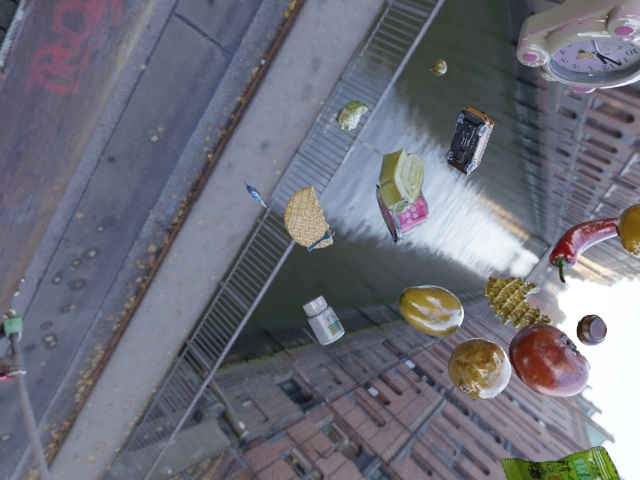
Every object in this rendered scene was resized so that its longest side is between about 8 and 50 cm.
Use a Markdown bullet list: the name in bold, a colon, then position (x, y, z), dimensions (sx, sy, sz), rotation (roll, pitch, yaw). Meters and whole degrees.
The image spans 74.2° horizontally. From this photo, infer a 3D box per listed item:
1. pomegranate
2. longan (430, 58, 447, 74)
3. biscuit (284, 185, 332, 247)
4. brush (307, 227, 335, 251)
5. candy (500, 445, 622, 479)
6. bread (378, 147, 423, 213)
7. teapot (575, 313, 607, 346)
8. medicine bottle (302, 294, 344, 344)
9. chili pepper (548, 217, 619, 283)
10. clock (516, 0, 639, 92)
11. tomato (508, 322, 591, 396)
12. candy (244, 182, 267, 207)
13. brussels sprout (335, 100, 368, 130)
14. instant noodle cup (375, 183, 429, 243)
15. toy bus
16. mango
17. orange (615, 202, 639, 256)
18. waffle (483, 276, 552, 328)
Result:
- **pomegranate**: position (0.603, 0.493, 1.624), dimensions (0.248, 0.248, 0.248), rotation (-39, 151, -26)
- **longan**: position (0.556, -0.816, 1.999), dimensions (0.083, 0.075, 0.075), rotation (-19, 146, -10)
- **biscuit**: position (-0.074, -0.099, 2.082), dimensions (0.205, 0.309, 0.040), rotation (-20, 177, 3)
- **brush**: position (0.000, 0.000, 1.962), dimensions (0.164, 0.051, 0.014), rotation (-38, 132, 19)
- **candy**: position (0.571, 0.578, 1.001), dimensions (0.246, 0.149, 0.069), rotation (-24, 133, 25)
- **bread**: position (0.312, -0.236, 1.674), dimensions (0.186, 0.124, 0.257), rotation (34, 62, -37)
- **teapot**: position (0.912, 0.301, 1.433), dimensions (0.129, 0.098, 0.078), rotation (-38, 176, -21)
- **medicine bottle**: position (0.007, 0.233, 1.244), dimensions (0.080, 0.130, 0.080), rotation (-28, 178, -1)
- **chili pepper**: position (0.852, 0.001, 1.354), dimensions (0.368, 0.137, 0.092), rotation (-32, 124, -11)
- **clock**: position (0.667, -0.461, 1.012), dimensions (0.309, 0.284, 0.114), rotation (17, 84, -34)
- **tomato**: position (0.690, 0.373, 1.294), dimensions (0.188, 0.232, 0.232), rotation (-51, 157, 24)
- **candy**: position (-0.284, -0.199, 1.876), dimensions (0.038, 0.088, 0.136), rotation (-44, 130, -3)
- **brussels sprout**: position (0.128, -0.528, 1.767), dimensions (0.139, 0.100, 0.181), rotation (-33, 173, 32)
- **instant noodle cup**: position (0.382, -0.145, 1.929), dimensions (0.182, 0.258, 0.302), rotation (-22, 126, 1)
- **toy bus**: position (0.415, -0.281, 1.167), dimensions (0.088, 0.083, 0.194), rotation (-34, 149, -22)
- **mango**: position (0.380, 0.240, 1.479), dimensions (0.317, 0.211, 0.173), rotation (23, 92, -53)
- **orange**: position (0.886, -0.023, 1.145), dimensions (0.136, 0.159, 0.159), rotation (-55, 155, -11)
- **waffle**: position (0.816, 0.248, 1.767), dimensions (0.293, 0.260, 0.069), rotation (-81, -178, -53)
